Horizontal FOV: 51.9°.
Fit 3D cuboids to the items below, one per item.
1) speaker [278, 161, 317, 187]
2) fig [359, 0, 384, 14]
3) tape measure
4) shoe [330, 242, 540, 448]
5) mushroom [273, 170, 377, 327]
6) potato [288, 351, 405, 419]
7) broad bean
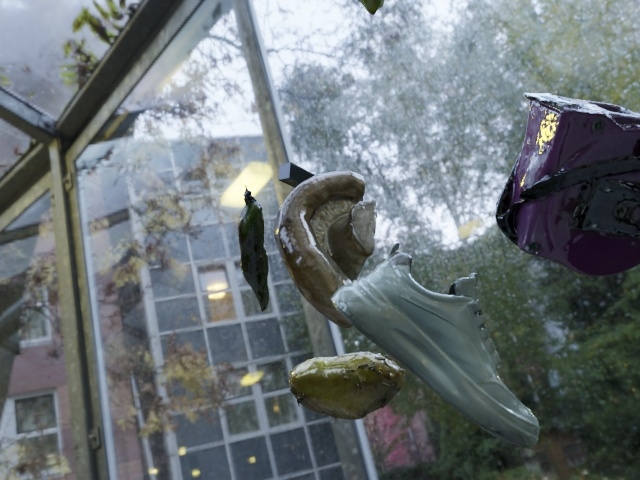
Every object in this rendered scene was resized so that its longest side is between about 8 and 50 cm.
[{"bbox_3d":[-0.034,-0.151,1.711,0.040,0.046,0.191,-6,-16,36],"label":"speaker"},{"bbox_3d":[0.016,-0.357,0.645,0.206,0.275,0.206,-17,-7,-2],"label":"fig"},{"bbox_3d":[0.365,-0.070,0.889,0.245,0.149,0.232,2,-68,-11],"label":"tape measure"},{"bbox_3d":[0.175,0.121,0.858,0.159,0.316,0.124,-54,-5,-5],"label":"shoe"},{"bbox_3d":[0.000,0.000,1.066,0.151,0.286,0.156,16,-36,-17],"label":"mushroom"},{"bbox_3d":[0.064,0.356,1.617,0.300,0.173,0.140,-13,22,27],"label":"potato"},{"bbox_3d":[-0.168,0.027,1.643,0.061,0.339,0.077,15,30,31],"label":"broad bean"}]
